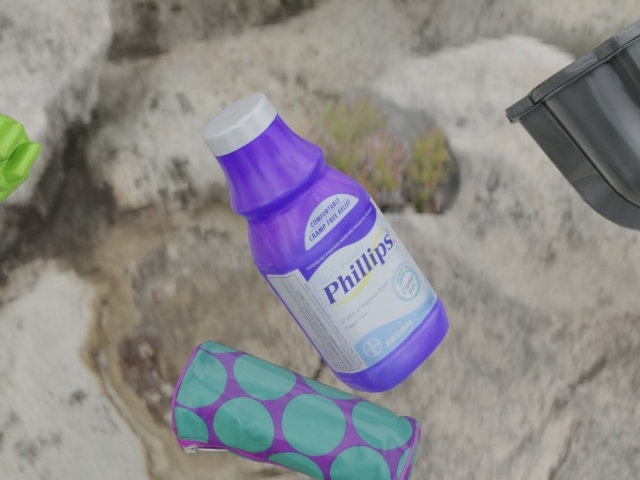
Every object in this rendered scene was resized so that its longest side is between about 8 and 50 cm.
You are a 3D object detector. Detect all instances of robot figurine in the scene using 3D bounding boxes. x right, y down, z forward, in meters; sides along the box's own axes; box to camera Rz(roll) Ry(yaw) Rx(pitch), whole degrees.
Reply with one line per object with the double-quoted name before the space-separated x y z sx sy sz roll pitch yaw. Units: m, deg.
"robot figurine" -0.297 -0.073 1.575 0.115 0.101 0.067 -6 47 39

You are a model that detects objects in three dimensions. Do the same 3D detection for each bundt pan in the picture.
"bundt pan" 0.286 -0.111 1.138 0.331 0.331 0.124 -29 87 -11

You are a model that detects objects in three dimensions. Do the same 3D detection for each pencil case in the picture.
"pencil case" -0.015 0.117 1.105 0.152 0.064 0.070 19 76 4

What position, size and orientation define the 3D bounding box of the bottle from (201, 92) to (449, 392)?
"bottle" 0.000 0.000 1.600 0.118 0.092 0.283 -44 112 -24
